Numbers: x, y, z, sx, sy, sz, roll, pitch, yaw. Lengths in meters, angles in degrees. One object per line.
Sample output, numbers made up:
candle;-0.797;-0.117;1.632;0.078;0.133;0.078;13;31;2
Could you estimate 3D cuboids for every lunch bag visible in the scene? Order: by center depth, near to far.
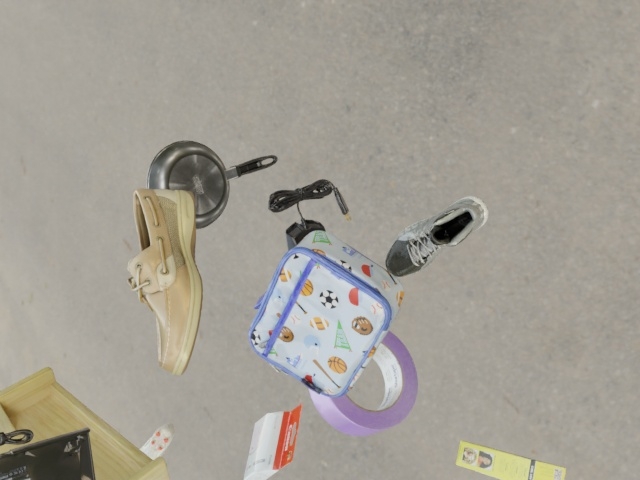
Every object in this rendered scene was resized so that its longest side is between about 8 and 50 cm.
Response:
lunch bag;-0.003;0.142;1.237;0.243;0.115;0.303;32;125;6

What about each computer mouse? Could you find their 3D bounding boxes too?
computer mouse;0.000;0.000;1.422;0.060;0.184;0.261;-27;89;57

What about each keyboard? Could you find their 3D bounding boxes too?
keyboard;-0.341;0.249;0.723;0.023;0.180;0.108;23;118;54

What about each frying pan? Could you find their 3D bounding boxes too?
frying pan;-0.227;-0.115;1.484;0.053;0.326;0.197;0;87;54

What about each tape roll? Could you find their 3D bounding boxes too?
tape roll;0.108;0.349;1.692;0.090;0.275;0.274;-42;61;54

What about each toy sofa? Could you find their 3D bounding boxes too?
toy sofa;-0.395;0.370;1.067;0.363;0.150;0.177;21;127;37

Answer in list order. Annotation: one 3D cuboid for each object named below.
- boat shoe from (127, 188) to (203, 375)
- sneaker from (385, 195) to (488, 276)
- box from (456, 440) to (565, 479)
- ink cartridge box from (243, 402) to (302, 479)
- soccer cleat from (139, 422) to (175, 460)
boat shoe;-0.265;0.061;1.102;0.121;0.110;0.340;124;144;-46
sneaker;0.198;-0.001;1.230;0.229;0.132;0.086;-39;85;23
box;0.391;0.472;1.393;0.232;0.087;0.058;-14;59;63
ink cartridge box;-0.141;0.588;1.956;0.232;0.066;0.189;-53;19;45
soccer cleat;-0.442;0.554;1.727;0.068;0.076;0.196;41;98;4
